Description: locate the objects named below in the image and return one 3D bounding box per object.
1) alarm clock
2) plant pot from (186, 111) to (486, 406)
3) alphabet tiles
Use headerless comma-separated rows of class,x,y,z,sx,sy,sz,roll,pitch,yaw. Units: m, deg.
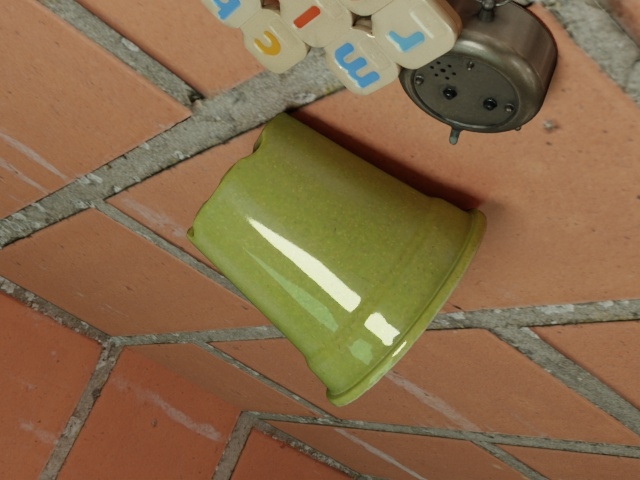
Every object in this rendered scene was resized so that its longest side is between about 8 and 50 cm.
alarm clock,0.129,-0.154,0.683,0.129,0.064,0.192,19,154,12
plant pot,0.000,0.000,0.931,0.254,0.276,0.276,38,156,-3
alphabet tiles,-0.022,-0.235,0.630,0.284,0.021,0.278,44,151,-17
